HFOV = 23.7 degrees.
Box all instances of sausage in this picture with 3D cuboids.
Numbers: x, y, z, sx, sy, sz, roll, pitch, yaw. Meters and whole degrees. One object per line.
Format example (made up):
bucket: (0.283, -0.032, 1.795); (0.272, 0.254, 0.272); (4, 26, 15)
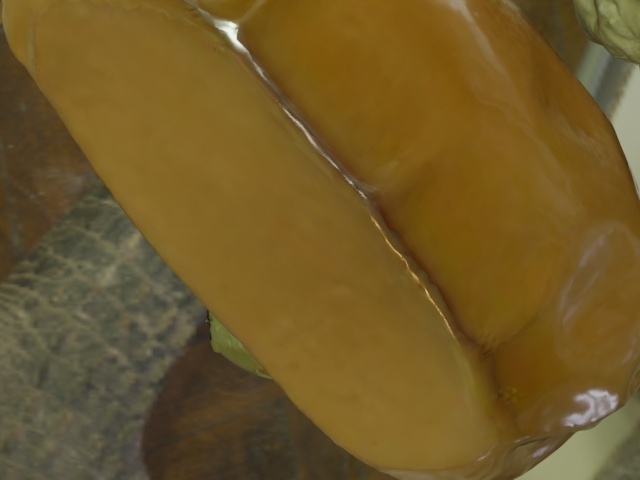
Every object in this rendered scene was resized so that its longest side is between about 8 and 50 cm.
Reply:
sausage: (0.008, -0.034, 0.475); (0.241, 0.120, 0.136); (46, 44, -9)

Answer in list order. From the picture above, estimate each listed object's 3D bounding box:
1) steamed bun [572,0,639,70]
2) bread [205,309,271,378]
steamed bun: (0.185, -0.113, 0.660); (0.172, 0.155, 0.141); (40, 51, -13)
bread: (0.000, 0.000, 0.699); (0.083, 0.094, 0.157); (-7, 113, -24)
